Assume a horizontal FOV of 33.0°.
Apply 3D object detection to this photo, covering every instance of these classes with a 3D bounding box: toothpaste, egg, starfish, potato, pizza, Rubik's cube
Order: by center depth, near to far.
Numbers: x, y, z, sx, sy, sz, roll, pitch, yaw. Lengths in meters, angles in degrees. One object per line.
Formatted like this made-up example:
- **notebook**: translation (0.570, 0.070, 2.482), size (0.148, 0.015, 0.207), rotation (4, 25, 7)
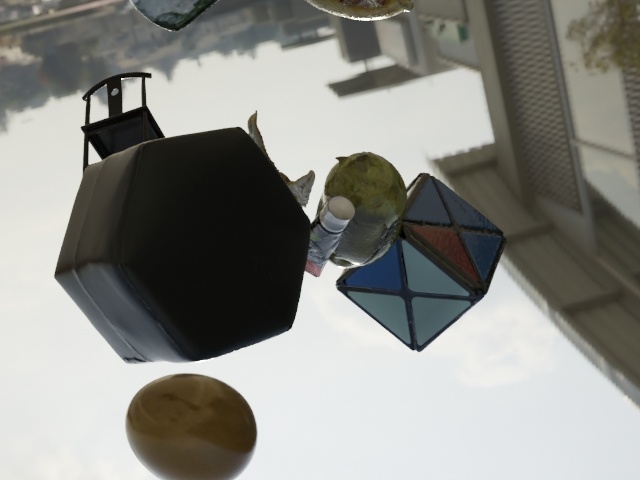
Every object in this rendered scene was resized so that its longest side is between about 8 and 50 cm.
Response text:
- **starfish**: translation (-0.076, -0.081, 1.594), size (0.050, 0.138, 0.247), rotation (-42, 173, -24)
- **toothpaste**: translation (0.000, 0.000, 1.683), size (0.193, 0.071, 0.045), rotation (-53, -168, 52)
- **pizza**: translation (0.034, -0.480, 1.895), size (0.292, 0.197, 0.058), rotation (26, -133, 15)
- **potato**: translation (0.069, -0.049, 1.974), size (0.143, 0.248, 0.169), rotation (-23, -119, -37)
- **Rubik's cube**: translation (0.215, 0.046, 2.318), size (0.250, 0.246, 0.248), rotation (-47, -174, 40)
- **egg**: translation (-0.281, 0.412, 2.353), size (0.250, 0.322, 0.250), rotation (-24, -130, 32)

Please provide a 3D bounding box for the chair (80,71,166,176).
- **chair**: translation (-0.385, -0.195, 2.142), size (0.155, 0.141, 0.260), rotation (-16, -133, 8)

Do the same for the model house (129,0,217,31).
- **model house**: translation (-0.265, -0.575, 1.957), size (0.271, 0.300, 0.190), rotation (-38, 148, 14)

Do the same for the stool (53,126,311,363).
- **stool**: translation (-0.130, 0.007, 1.046), size (0.232, 0.232, 0.141), rotation (-26, -170, -39)
